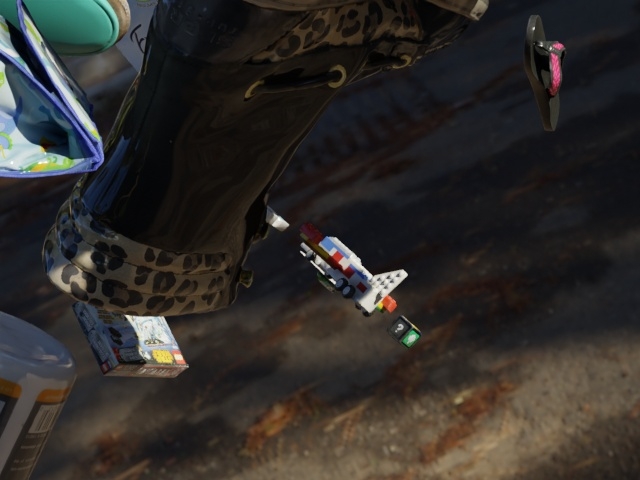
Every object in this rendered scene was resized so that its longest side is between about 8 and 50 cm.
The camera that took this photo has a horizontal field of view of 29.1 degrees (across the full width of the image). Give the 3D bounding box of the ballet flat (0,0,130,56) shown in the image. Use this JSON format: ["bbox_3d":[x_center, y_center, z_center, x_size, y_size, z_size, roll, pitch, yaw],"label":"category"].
[{"bbox_3d":[-0.297,-0.223,0.931,0.316,0.107,0.106,12,46,-15],"label":"ballet flat"}]

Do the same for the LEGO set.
[{"bbox_3d":[0.000,0.000,1.097,0.060,0.244,0.182,-47,-9,1],"label":"LEGO set"}]

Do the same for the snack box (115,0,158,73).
[{"bbox_3d":[-0.097,-0.194,1.135,0.174,0.207,0.070,-27,17,42],"label":"snack box"}]

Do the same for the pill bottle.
[{"bbox_3d":[-0.374,0.217,1.259,0.278,0.162,0.162,-63,17,6],"label":"pill bottle"}]

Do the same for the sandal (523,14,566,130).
[{"bbox_3d":[0.275,-0.200,1.466,0.040,0.179,0.067,5,56,26],"label":"sandal"}]

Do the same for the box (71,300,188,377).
[{"bbox_3d":[-0.218,0.112,1.420,0.027,0.094,0.137,-38,-23,19],"label":"box"}]

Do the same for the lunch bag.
[{"bbox_3d":[-0.201,-0.094,0.725,0.096,0.151,0.129,-59,23,12],"label":"lunch bag"}]

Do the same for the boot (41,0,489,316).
[{"bbox_3d":[-0.032,-0.100,0.899,0.284,0.138,0.377,-60,-16,21],"label":"boot"}]
